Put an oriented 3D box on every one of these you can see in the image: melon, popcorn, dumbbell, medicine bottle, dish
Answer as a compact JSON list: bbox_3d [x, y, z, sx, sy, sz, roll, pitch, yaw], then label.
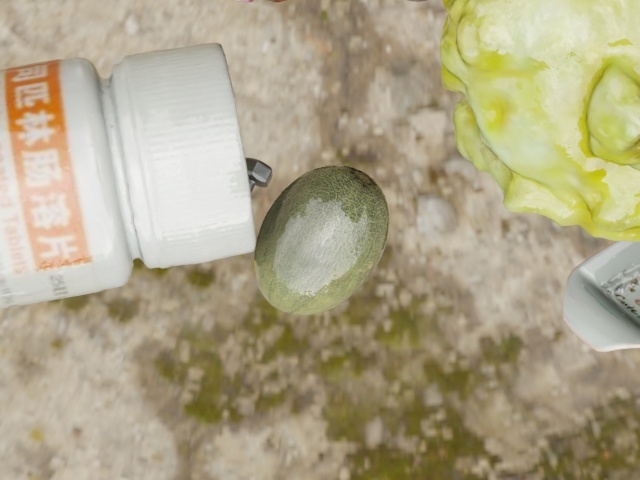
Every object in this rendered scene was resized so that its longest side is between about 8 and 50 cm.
[{"bbox_3d":[0.000,0.000,1.295,0.098,0.098,0.130,32,114,-10],"label":"melon"},{"bbox_3d":[0.181,-0.114,1.044,0.255,0.195,0.256,-9,123,44],"label":"popcorn"},{"bbox_3d":[-0.083,-0.050,1.807,0.036,0.040,0.083,46,64,-50],"label":"dumbbell"},{"bbox_3d":[-0.253,-0.051,1.451,0.372,0.211,0.211,-10,111,-4],"label":"medicine bottle"},{"bbox_3d":[0.383,0.060,1.844,0.234,0.154,0.064,-28,136,-17],"label":"dish"}]

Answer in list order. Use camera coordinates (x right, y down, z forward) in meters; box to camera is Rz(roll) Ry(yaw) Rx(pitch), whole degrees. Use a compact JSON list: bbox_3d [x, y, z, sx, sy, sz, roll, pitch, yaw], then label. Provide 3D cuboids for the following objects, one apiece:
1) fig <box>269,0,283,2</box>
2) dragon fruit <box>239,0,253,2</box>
[{"bbox_3d":[-0.055,-0.310,1.686,0.150,0.128,0.128,8,111,2],"label":"fig"},{"bbox_3d":[-0.075,-0.281,1.225,0.147,0.211,0.282,-41,146,-8],"label":"dragon fruit"}]
